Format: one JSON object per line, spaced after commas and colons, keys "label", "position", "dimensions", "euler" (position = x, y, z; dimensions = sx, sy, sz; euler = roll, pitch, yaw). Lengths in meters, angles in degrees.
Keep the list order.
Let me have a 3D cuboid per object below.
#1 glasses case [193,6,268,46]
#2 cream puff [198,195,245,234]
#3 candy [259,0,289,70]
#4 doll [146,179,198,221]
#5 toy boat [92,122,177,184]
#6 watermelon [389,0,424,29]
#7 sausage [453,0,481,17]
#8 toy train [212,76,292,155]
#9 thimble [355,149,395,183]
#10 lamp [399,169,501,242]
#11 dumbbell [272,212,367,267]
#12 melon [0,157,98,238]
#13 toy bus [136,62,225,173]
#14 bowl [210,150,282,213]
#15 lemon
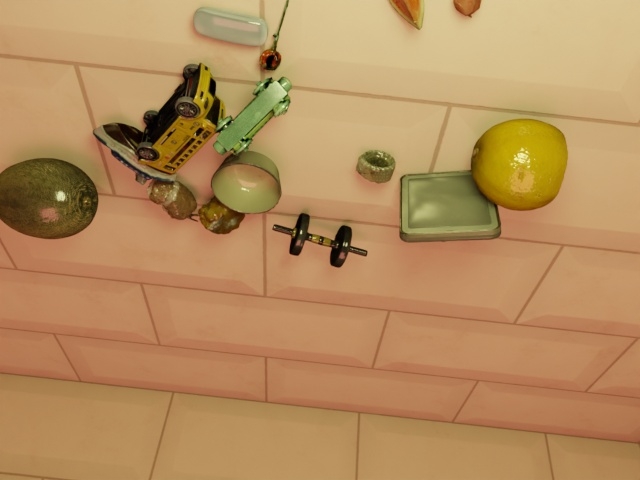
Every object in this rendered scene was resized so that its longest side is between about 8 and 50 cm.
{"label": "glasses case", "position": [-0.214, -0.511, 1.354], "dimensions": [0.179, 0.045, 0.067], "euler": [10, 140, -5]}
{"label": "cream puff", "position": [-0.321, -0.092, 1.822], "dimensions": [0.146, 0.116, 0.146], "euler": [-32, 150, -21]}
{"label": "candy", "position": [-0.105, -0.495, 1.371], "dimensions": [0.056, 0.049, 0.184], "euler": [-8, 140, -33]}
{"label": "doll", "position": [-0.458, -0.122, 1.801], "dimensions": [0.115, 0.105, 0.221], "euler": [-18, 133, 17]}
{"label": "toy boat", "position": [-0.544, -0.245, 1.656], "dimensions": [0.115, 0.114, 0.262], "euler": [-30, 120, 30]}
{"label": "watermelon", "position": [0.188, -0.555, 1.237], "dimensions": [0.069, 0.087, 0.163], "euler": [-37, 132, 2]}
{"label": "sausage", "position": [0.331, -0.560, 1.216], "dimensions": [0.065, 0.065, 0.169], "euler": [9, 141, -3]}
{"label": "toy train", "position": [-0.171, -0.318, 1.449], "dimensions": [0.253, 0.157, 0.105], "euler": [-45, 101, 6]}
{"label": "thimble", "position": [0.158, -0.213, 1.628], "dimensions": [0.110, 0.084, 0.062], "euler": [7, 140, -4]}
{"label": "lamp", "position": [0.357, -0.102, 1.593], "dimensions": [0.269, 0.266, 0.047], "euler": [-2, 136, 11]}
{"label": "dumbbell", "position": [0.000, 0.000, 1.857], "dimensions": [0.326, 0.143, 0.143], "euler": [16, 139, -10]}
{"label": "melon", "position": [-0.847, -0.130, 1.736], "dimensions": [0.329, 0.248, 0.248], "euler": [4, 140, 13]}
{"label": "toy bus", "position": [-0.367, -0.322, 1.527], "dimensions": [0.151, 0.145, 0.331], "euler": [26, 140, -33]}
{"label": "bowl", "position": [-0.214, -0.188, 1.686], "dimensions": [0.211, 0.112, 0.211], "euler": [3, 141, 3]}
{"label": "lemon", "position": [0.505, -0.201, 1.478], "dimensions": [0.219, 0.240, 0.240], "euler": [8, 140, 3]}
